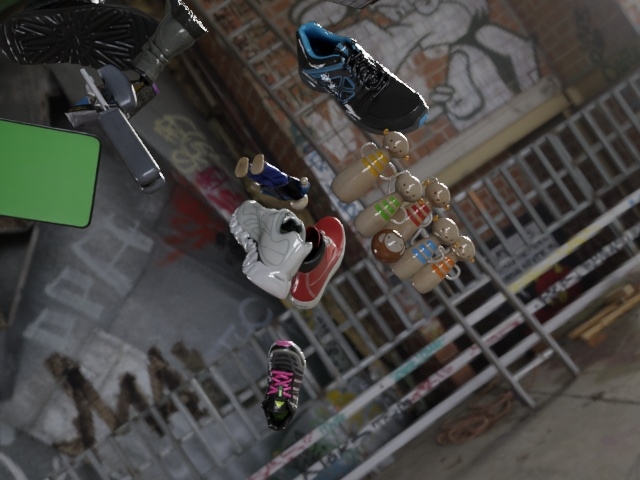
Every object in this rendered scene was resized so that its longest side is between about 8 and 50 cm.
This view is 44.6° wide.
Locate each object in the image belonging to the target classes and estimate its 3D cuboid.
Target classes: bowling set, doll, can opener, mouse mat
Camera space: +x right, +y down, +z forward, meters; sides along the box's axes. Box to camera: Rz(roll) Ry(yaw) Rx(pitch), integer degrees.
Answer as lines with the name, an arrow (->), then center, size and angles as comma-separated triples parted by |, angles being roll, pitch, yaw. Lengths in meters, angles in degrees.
bowling set -> 0.156, -0.026, 1.268 | 0.154, 0.287, 0.200 | -40, 13, 9
doll -> -0.086, -0.109, 1.521 | 0.129, 0.046, 0.189 | -6, -23, 33
can opener -> -0.348, -0.214, 1.411 | 0.095, 0.283, 0.076 | -33, -22, -11
mouse mat -> -0.420, -0.097, 1.127 | 0.007, 0.190, 0.152 | -112, 34, -61

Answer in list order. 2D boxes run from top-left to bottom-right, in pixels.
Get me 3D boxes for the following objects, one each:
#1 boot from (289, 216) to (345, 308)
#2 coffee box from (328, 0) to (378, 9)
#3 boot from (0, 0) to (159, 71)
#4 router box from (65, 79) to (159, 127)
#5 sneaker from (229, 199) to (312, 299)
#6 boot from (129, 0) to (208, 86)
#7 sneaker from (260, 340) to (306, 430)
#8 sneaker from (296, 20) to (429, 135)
boot -> 0.000, 0.000, 1.628 | 0.176, 0.088, 0.244 | 94, -167, -46
coffee box -> -0.025, -0.425, 1.078 | 0.246, 0.141, 0.098 | 7, -2, -22
boot -> -0.470, -0.471, 1.626 | 0.348, 0.131, 0.260 | 5, 37, 5
router box -> -0.477, -0.315, 1.786 | 0.179, 0.046, 0.133 | 1, 39, 34
sneaker -> -0.083, -0.010, 1.385 | 0.118, 0.110, 0.292 | -53, 28, 12
boot -> -0.308, -0.385, 1.498 | 0.161, 0.083, 0.246 | -42, 27, 6
sneaker -> -0.061, 0.241, 1.260 | 0.075, 0.063, 0.170 | -76, -6, -58
sneaker -> 0.073, -0.333, 1.618 | 0.125, 0.341, 0.139 | -49, -26, -17
